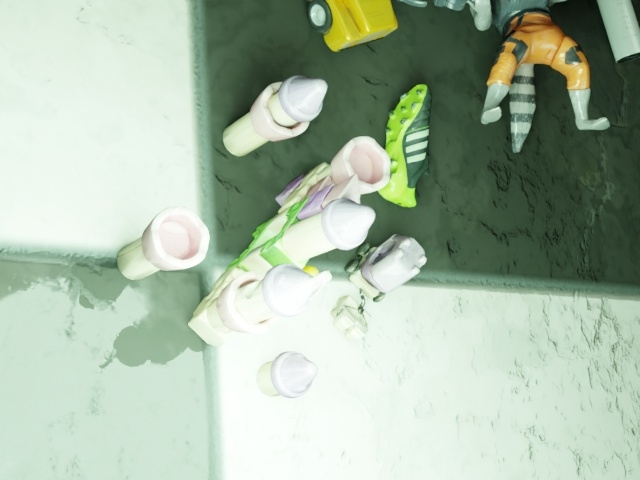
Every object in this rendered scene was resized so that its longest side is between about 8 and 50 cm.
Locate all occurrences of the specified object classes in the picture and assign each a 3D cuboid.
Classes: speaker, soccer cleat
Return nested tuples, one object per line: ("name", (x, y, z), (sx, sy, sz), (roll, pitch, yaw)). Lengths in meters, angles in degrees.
("speaker", (0.524, -0.381, 1.678), (0.055, 0.055, 0.136), (-12, 83, -37))
("soccer cleat", (0.123, -0.130, 1.322), (0.072, 0.060, 0.179), (33, 66, -35))

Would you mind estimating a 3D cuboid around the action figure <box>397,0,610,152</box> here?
("action figure", (0.263, -0.315, 1.448), (0.341, 0.178, 0.330), (-2, 69, -6))

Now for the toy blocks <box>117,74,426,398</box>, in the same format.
("toy blocks", (0.000, 0.000, 1.062), (0.309, 0.260, 0.289), (45, 55, -16))

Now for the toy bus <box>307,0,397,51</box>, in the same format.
("toy bus", (0.013, -0.430, 1.280), (0.108, 0.130, 0.333), (-24, 91, -38))
